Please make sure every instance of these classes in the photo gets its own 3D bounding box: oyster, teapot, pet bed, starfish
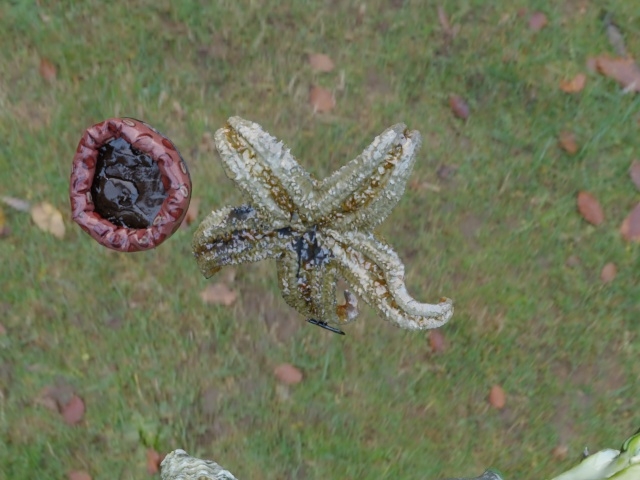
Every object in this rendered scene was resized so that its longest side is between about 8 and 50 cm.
[{"bbox_3d":[-0.139,0.326,1.637,0.177,0.125,0.064,27,74,11],"label":"oyster"},{"bbox_3d":[0.150,0.258,1.296,0.110,0.043,0.043,-6,61,-45],"label":"teapot"},{"bbox_3d":[-0.279,-0.078,1.828,0.201,0.053,0.201,4,103,18],"label":"pet bed"},{"bbox_3d":[0.003,0.000,1.304,0.312,0.303,0.113,19,46,21],"label":"starfish"}]

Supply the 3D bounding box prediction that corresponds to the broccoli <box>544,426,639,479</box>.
[{"bbox_3d":[0.239,0.225,0.916,0.252,0.221,0.361,45,113,11],"label":"broccoli"}]
